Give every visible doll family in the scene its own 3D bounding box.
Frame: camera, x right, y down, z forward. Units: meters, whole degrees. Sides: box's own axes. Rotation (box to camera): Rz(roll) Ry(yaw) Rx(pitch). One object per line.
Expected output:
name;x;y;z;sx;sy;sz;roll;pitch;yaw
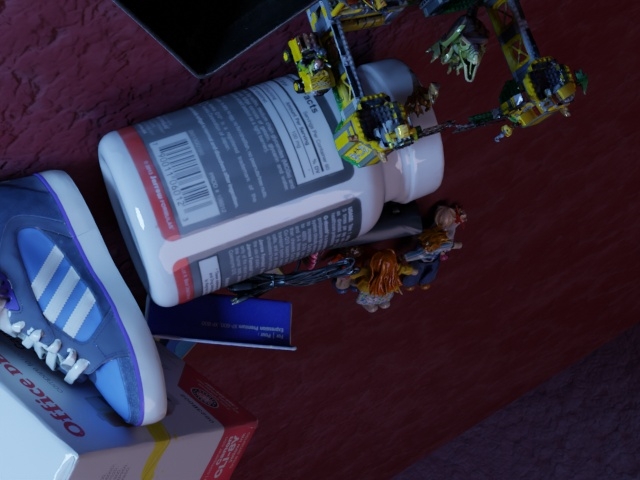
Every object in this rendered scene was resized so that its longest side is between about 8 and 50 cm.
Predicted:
doll family;0.141;0.035;1.676;0.263;0.118;0.163;-19;151;-16

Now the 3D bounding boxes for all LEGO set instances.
LEGO set;0.146;-0.223;1.085;0.331;0.255;0.192;-7;169;-21

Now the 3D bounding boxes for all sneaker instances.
sneaker;-0.333;0.093;1.134;0.236;0.322;0.130;-23;175;-28
sneaker;0.000;0.000;1.578;0.057;0.047;0.119;-26;156;-28

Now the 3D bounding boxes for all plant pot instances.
plant pot;-0.096;-0.282;0.862;0.187;0.167;0.188;-32;152;10

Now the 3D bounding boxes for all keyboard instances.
keyboard;-0.031;-0.006;1.306;0.317;0.201;0.033;-10;129;0

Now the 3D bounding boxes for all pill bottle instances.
pill bottle;-0.054;-0.077;1.207;0.363;0.210;0.210;-20;152;-15

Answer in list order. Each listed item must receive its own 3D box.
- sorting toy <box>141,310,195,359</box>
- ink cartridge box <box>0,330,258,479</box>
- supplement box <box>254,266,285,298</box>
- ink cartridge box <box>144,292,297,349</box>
sorting toy;-0.322;0.181;1.595;0.307;0.041;0.229;8;136;-49
ink cartridge box;-0.300;0.226;1.286;0.160;0.279;0.385;-61;156;11
supplement box;-0.096;0.024;1.481;0.056;0.083;0.083;-28;152;3
ink cartridge box;-0.140;0.102;1.356;0.176;0.069;0.371;6;178;-10
